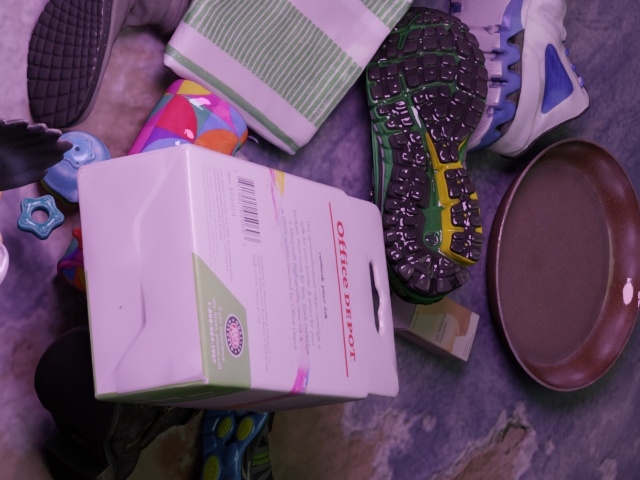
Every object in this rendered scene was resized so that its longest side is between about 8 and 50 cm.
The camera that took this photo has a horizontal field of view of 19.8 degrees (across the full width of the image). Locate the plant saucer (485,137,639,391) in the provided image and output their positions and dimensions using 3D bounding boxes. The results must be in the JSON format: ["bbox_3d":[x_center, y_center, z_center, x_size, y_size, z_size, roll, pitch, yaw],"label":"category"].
[{"bbox_3d":[0.295,0.029,2.246,0.310,0.050,0.310,-5,97,-47],"label":"plant saucer"}]

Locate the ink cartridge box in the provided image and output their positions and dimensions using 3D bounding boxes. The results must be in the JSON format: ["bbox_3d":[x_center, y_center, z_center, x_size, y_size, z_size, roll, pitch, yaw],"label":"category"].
[{"bbox_3d":[-0.063,0.047,1.645,0.353,0.119,0.207,15,67,-60],"label":"ink cartridge box"}]

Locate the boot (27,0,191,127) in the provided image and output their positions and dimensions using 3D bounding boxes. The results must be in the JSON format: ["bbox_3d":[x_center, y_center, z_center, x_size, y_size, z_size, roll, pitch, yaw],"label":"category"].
[{"bbox_3d":[-0.179,-0.213,1.711,0.161,0.083,0.246,15,86,-55],"label":"boot"}]

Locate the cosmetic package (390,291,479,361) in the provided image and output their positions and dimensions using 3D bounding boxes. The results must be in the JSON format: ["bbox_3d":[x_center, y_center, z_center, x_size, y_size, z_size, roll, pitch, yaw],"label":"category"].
[{"bbox_3d":[0.126,0.092,2.077,0.115,0.041,0.060,28,73,-44],"label":"cosmetic package"}]

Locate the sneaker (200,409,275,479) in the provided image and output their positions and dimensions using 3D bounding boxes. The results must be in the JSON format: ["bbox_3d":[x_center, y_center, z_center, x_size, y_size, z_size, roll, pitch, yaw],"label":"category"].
[{"bbox_3d":[-0.082,0.221,1.860,0.078,0.067,0.188,35,65,-65],"label":"sneaker"}]

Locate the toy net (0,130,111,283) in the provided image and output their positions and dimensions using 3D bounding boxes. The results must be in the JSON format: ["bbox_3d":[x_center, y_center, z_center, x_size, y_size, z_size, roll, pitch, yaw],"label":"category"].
[{"bbox_3d":[-0.261,-0.006,1.631,0.122,0.045,0.232,45,66,9],"label":"toy net"}]

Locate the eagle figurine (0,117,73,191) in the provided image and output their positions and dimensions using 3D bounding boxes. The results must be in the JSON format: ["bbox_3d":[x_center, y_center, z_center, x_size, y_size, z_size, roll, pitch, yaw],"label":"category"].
[{"bbox_3d":[-0.372,-0.029,1.426,0.298,0.226,0.225,-48,163,-14],"label":"eagle figurine"}]

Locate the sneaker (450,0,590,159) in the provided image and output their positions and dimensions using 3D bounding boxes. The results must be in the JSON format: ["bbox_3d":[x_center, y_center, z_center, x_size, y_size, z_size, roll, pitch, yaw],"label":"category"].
[{"bbox_3d":[0.236,-0.231,2.125,0.182,0.127,0.315,22,84,-49],"label":"sneaker"}]

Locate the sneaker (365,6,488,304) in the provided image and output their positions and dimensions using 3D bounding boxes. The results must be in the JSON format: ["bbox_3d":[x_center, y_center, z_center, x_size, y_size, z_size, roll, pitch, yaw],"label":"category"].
[{"bbox_3d":[0.100,-0.094,1.993,0.134,0.146,0.343,6,73,-9],"label":"sneaker"}]

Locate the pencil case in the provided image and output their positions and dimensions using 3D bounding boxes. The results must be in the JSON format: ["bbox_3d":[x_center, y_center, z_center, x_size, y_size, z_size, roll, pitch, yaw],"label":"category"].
[{"bbox_3d":[-0.155,-0.040,1.731,0.104,0.104,0.236,51,58,-36],"label":"pencil case"}]

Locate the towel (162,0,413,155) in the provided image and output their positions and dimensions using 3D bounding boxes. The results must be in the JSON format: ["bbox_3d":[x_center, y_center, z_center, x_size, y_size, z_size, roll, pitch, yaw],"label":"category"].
[{"bbox_3d":[0.007,-0.254,1.804,0.325,0.038,0.248,-50,141,6],"label":"towel"}]

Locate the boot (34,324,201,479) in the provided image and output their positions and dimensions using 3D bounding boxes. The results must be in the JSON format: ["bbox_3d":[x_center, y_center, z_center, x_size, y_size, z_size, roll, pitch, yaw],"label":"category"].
[{"bbox_3d":[-0.155,0.114,1.703,0.229,0.091,0.263,-41,158,-34],"label":"boot"}]
